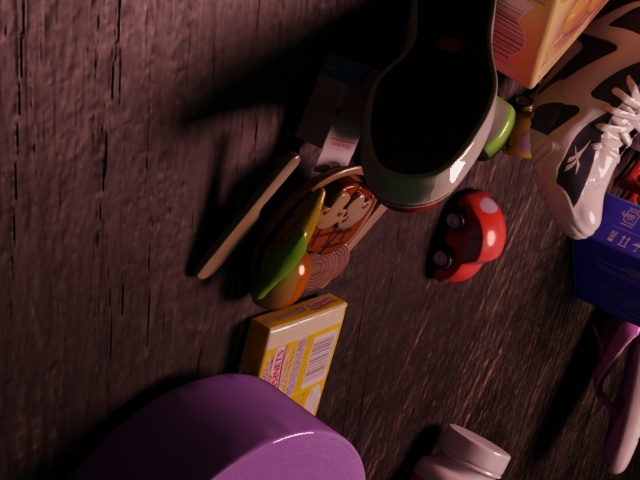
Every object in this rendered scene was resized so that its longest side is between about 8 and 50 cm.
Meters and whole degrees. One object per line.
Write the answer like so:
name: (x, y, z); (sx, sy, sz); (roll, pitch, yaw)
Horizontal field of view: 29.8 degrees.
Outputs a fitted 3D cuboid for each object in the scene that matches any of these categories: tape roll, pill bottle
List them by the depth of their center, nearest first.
tape roll: (-0.090, 0.241, 0.911); (0.275, 0.090, 0.275); (-31, 136, -35)
pill bottle: (0.137, 0.312, 1.364); (0.193, 0.108, 0.108); (-63, 152, 1)

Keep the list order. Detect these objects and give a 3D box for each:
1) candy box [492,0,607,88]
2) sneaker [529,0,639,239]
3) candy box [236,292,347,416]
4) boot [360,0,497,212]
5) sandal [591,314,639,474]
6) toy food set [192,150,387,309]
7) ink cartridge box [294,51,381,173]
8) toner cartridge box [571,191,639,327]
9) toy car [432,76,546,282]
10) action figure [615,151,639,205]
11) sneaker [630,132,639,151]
candy box: (0.200, -0.285, 0.908); (0.183, 0.087, 0.316); (-48, 162, -26)
sneaker: (0.277, -0.121, 1.078); (0.094, 0.153, 0.235); (35, 55, -46)
candy box: (-0.041, 0.148, 1.009); (0.105, 0.027, 0.206); (-13, 126, -50)
boot: (0.083, -0.065, 0.905); (0.244, 0.088, 0.176); (-70, 168, -46)
sandal: (0.445, 0.126, 1.735); (0.169, 0.102, 0.416); (16, 88, -76)
toy food set: (0.000, 0.000, 0.905); (0.132, 0.038, 0.192); (-51, 155, 16)
ink cartridge box: (0.011, -0.092, 0.885); (0.048, 0.028, 0.083); (5, 110, -60)
toner cartridge box: (0.480, 0.073, 1.469); (0.075, 0.348, 0.165); (-52, 151, -20)
toy car: (0.164, -0.081, 1.122); (0.239, 0.053, 0.225); (-59, 152, -7)
action figure: (0.516, -0.134, 1.582); (0.280, 0.139, 0.091); (-53, 152, -22)
sneaker: (0.420, -0.181, 1.396); (0.152, 0.114, 0.305); (-34, 136, -8)
